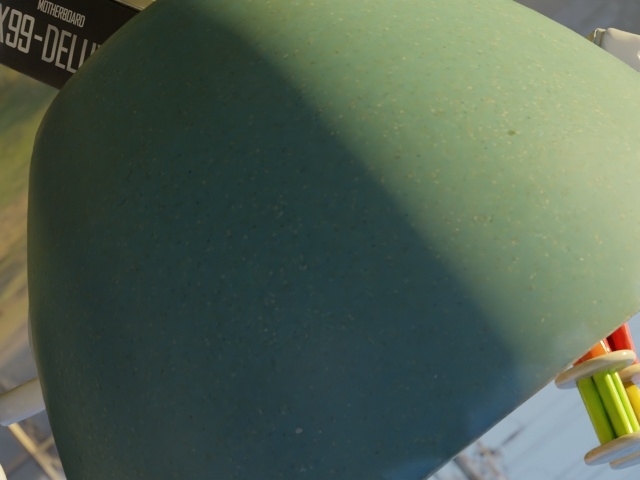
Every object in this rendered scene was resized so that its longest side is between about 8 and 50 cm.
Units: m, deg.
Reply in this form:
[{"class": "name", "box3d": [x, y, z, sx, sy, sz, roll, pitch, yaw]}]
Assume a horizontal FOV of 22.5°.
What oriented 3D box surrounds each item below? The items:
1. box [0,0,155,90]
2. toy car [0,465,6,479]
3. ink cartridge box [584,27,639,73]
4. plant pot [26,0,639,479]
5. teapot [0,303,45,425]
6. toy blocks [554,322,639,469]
[{"class": "box", "box3d": [-0.089, -0.143, 1.153, 0.307, 0.242, 0.076, -6, 117, -57]}, {"class": "toy car", "box3d": [-0.256, 0.130, 0.767, 0.159, 0.182, 0.136, -14, -143, 41]}, {"class": "ink cartridge box", "box3d": [0.211, -0.101, 1.120, 0.122, 0.088, 0.052, 133, -32, -77]}, {"class": "plant pot", "box3d": [0.000, 0.000, 0.628, 0.290, 0.195, 0.290, -37, 172, -6]}, {"class": "teapot", "box3d": [-0.100, 0.056, 1.234, 0.187, 0.252, 0.256, -29, -137, 65]}, {"class": "toy blocks", "box3d": [0.174, 0.067, 1.021, 0.054, 0.148, 0.123, -26, 161, 17]}]
